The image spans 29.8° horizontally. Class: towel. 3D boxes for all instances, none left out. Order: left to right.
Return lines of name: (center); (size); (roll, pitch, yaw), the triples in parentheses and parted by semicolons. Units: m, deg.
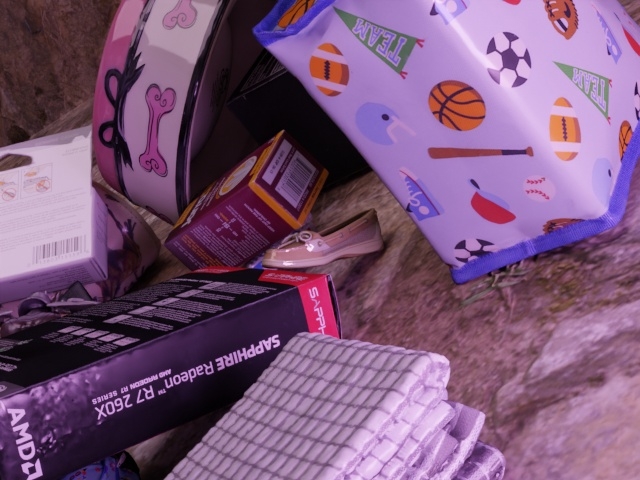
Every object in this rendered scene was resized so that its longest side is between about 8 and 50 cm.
towel: (-0.021, 0.206, 0.889); (0.284, 0.121, 0.235); (-48, 20, -20)

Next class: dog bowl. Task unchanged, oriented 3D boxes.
dog bowl: (-0.172, -0.214, 1.646); (0.150, 0.408, 0.408); (15, 40, 11)

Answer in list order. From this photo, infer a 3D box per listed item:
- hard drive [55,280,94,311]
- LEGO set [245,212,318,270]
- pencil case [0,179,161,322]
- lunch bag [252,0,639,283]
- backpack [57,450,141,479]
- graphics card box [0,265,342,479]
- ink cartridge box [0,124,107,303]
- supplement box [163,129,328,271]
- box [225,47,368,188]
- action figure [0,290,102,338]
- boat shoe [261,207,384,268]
hard drive: (-0.375, 0.171, 1.547); (0.255, 0.054, 0.172); (-47, 19, -6)
LEGO set: (-0.095, 0.051, 1.438); (0.182, 0.060, 0.244); (-25, 23, 23)
pencil case: (-0.432, 0.090, 1.756); (0.410, 0.160, 0.183); (-44, 55, -15)
lunch bag: (0.161, -0.209, 1.169); (0.239, 0.328, 0.385); (-21, 28, 43)
backpack: (-0.244, 0.261, 1.145); (0.158, 0.117, 0.173); (-40, 21, -6)
graphics card box: (-0.190, 0.119, 1.157); (0.370, 0.094, 0.232); (-19, 13, -37)
ink cartridge box: (-0.438, -0.027, 1.702); (0.275, 0.060, 0.239); (-13, 53, 8)
supplement box: (-0.091, -0.037, 1.448); (0.188, 0.081, 0.104); (-32, 22, 42)
box: (0.077, -0.248, 1.598); (0.294, 0.183, 0.296); (-23, 26, 36)
action figure: (-0.332, 0.170, 1.397); (0.185, 0.099, 0.285); (-17, 48, 12)
boat shoe: (0.002, 0.000, 1.289); (0.153, 0.048, 0.056); (-12, 6, -31)
